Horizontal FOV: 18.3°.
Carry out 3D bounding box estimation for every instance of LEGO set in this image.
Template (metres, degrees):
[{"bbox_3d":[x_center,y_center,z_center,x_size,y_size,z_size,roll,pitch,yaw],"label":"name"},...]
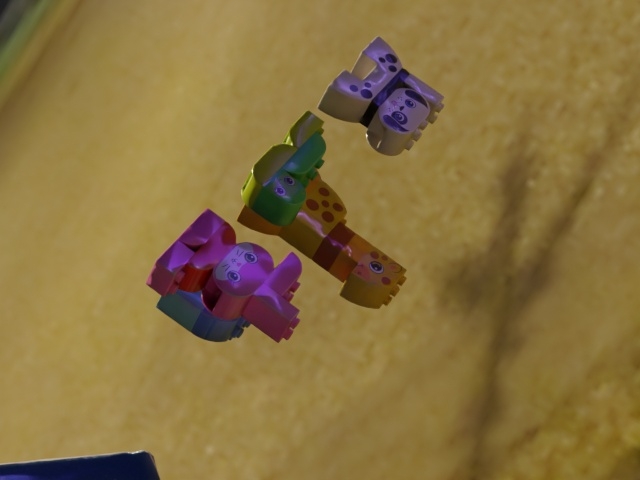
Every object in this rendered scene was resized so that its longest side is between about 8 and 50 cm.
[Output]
[{"bbox_3d":[0.000,0.000,1.038,0.227,0.093,0.087,-49,-8,-43],"label":"LEGO set"}]

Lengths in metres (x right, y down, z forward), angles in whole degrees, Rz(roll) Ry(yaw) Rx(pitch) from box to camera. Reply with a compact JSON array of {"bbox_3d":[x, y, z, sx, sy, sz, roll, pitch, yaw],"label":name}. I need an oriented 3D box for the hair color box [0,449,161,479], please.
[{"bbox_3d":[-0.176,0.201,0.608,0.347,0.173,0.105,-53,49,43],"label":"hair color box"}]
